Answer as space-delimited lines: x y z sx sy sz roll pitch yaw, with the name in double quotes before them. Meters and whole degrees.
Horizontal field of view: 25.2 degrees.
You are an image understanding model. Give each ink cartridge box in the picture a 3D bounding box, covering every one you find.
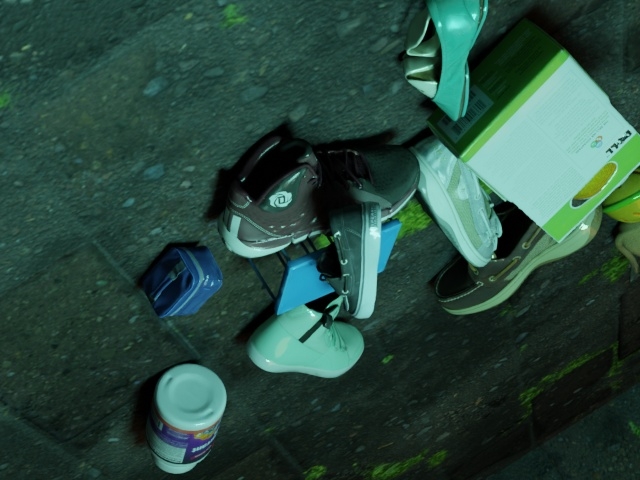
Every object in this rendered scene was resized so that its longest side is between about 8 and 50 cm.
"ink cartridge box" 0.291 -0.136 1.877 0.189 0.097 0.255 -46 133 8

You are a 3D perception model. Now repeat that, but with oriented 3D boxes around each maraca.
"maraca" 0.527 -0.084 2.414 0.127 0.099 0.186 -27 -178 7

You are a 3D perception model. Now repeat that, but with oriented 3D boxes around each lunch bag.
"lunch bag" -0.182 0.054 1.827 0.065 0.067 0.098 0 142 -50

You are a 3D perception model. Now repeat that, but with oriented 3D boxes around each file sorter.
"file sorter" 0.000 0.000 1.904 0.170 0.104 0.118 -21 154 -23

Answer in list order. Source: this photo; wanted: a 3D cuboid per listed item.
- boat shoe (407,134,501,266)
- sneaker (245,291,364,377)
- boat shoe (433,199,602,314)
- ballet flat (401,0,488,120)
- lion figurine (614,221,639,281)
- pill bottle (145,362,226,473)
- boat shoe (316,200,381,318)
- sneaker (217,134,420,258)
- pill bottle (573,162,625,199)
"boat shoe" 0.200 -0.059 2.031 0.103 0.118 0.320 -38 146 2
"sneaker" 0.016 0.130 2.186 0.151 0.094 0.256 -49 153 25
"boat shoe" 0.282 0.005 2.261 0.123 0.123 0.342 26 141 -29
"ballet flat" 0.140 -0.226 1.701 0.087 0.083 0.247 -4 152 -4
"lion figurine" 0.658 -0.046 2.593 0.240 0.142 0.392 11 136 -48
"pill bottle" -0.208 0.277 2.168 0.108 0.108 0.193 -21 154 -26
"boat shoe" 0.032 0.028 1.793 0.076 0.080 0.228 -1 152 -3
"sneaker" 0.009 -0.080 1.768 0.281 0.106 0.162 -23 151 -20
"pill bottle" 0.355 -0.130 2.055 0.136 0.136 0.245 -44 154 24
